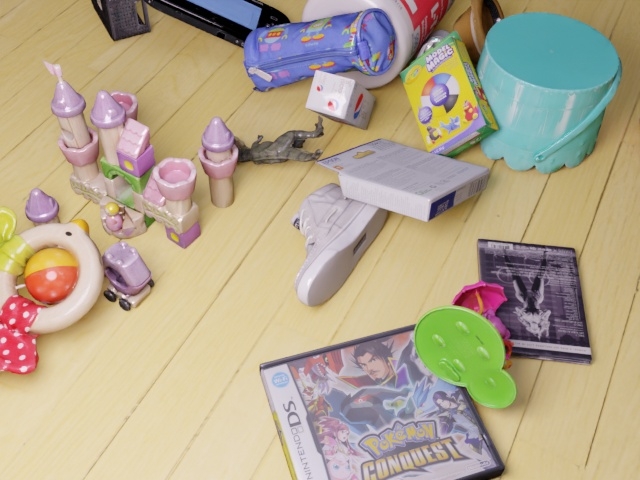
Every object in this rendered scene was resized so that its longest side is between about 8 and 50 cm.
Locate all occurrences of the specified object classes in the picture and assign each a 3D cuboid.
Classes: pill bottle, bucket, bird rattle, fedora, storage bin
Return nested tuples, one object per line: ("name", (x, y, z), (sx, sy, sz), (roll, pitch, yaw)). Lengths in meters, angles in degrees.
("pill bottle", (0.151, -0.514, 1.562), (0.229, 0.229, 0.407), (24, 54, 16))
("bucket", (0.412, -0.284, 1.413), (0.282, 0.183, 0.281), (2, 50, -2))
("bird rattle", (-0.414, 0.064, 1.077), (0.207, 0.143, 0.253), (-18, 59, 1))
("fedora", (0.330, -0.433, 1.575), (0.079, 0.194, 0.194), (-11, 41, 34))
("storage bin", (-0.438, -0.526, 1.611), (0.084, 0.122, 0.180), (-20, 54, -19))

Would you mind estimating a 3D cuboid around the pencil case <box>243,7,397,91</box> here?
("pencil case", (-0.013, -0.353, 1.412), (0.306, 0.119, 0.133), (1, 36, 36))

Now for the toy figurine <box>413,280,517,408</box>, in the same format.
("toy figurine", (0.237, 0.131, 1.094), (0.173, 0.130, 0.159), (50, 38, -2))

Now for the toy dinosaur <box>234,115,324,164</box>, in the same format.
("toy dinosaur", (-0.055, -0.169, 1.340), (0.268, 0.064, 0.118), (6, 33, 45))

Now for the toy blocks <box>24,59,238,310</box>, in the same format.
("toy blocks", (-0.319, -0.121, 1.193), (0.289, 0.260, 0.309), (27, 54, 18))

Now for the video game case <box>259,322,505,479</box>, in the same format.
("video game case", (0.078, 0.248, 1.052), (0.275, 0.035, 0.248), (-13, 52, -13))

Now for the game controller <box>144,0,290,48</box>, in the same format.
("game controller", (-0.214, -0.485, 1.567), (0.319, 0.067, 0.166), (22, 51, -14))

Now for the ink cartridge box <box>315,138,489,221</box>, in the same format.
("ink cartridge box", (0.140, -0.109, 1.286), (0.224, 0.045, 0.223), (22, 29, 31))

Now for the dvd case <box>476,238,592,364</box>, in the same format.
("dvd case", (0.337, 0.093, 1.205), (0.165, 0.018, 0.221), (6, 50, 1))

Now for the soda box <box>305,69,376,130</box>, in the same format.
("soda box", (0.041, -0.249, 1.358), (0.074, 0.216, 0.069), (18, 96, 12))

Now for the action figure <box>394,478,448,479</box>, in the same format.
("action figure", (0.211, 0.357, 0.868), (0.370, 0.247, 0.276), (3, 11, 33))

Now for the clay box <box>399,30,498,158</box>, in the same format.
("clay box", (0.229, -0.271, 1.392), (0.053, 0.127, 0.221), (6, 60, -48))

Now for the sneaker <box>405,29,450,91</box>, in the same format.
("sneaker", (0.235, -0.385, 1.547), (0.080, 0.094, 0.212), (16, 51, 12))

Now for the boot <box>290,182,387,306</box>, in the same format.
("boot", (0.000, 0.000, 1.230), (0.124, 0.095, 0.258), (22, 44, 22))
